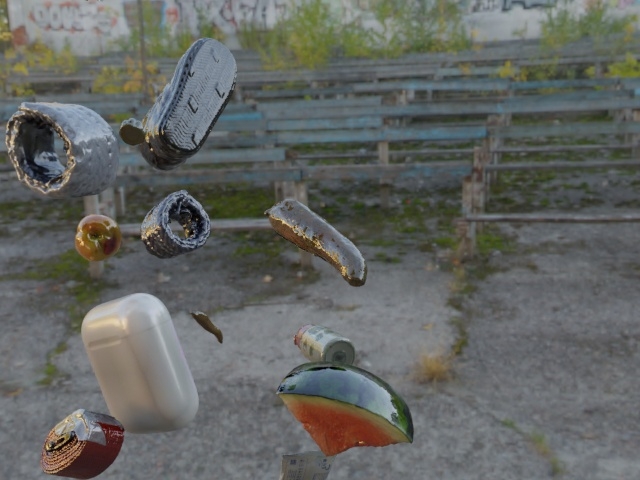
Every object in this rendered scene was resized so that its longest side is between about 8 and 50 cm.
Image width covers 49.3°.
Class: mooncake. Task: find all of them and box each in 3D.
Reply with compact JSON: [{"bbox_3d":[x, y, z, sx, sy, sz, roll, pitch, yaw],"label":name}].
[{"bbox_3d":[-0.407,-0.355,1.381,0.150,0.347,0.057,7,27,-14],"label":"mooncake"}]

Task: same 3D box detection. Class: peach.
[{"bbox_3d":[-0.640,-0.006,2.016,0.138,0.138,0.138,-2,10,0],"label":"peach"}]

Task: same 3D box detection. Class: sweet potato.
[{"bbox_3d":[0.000,0.000,1.236,0.075,0.075,0.273,-10,34,-40],"label":"sweet potato"},{"bbox_3d":[-0.233,0.175,1.445,0.026,0.115,0.026,-21,42,21],"label":"sweet potato"}]

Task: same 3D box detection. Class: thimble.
[{"bbox_3d":[-0.617,-0.218,1.664,0.217,0.245,0.157,-42,-9,21],"label":"thimble"},{"bbox_3d":[-0.225,-0.018,1.087,0.066,0.095,0.104,-28,34,37],"label":"thimble"}]

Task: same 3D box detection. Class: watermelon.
[{"bbox_3d":[0.051,0.226,0.979,0.145,0.137,0.193,-20,-16,31],"label":"watermelon"}]

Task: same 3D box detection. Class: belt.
[{"bbox_3d":[-0.561,0.475,1.617,0.201,0.128,0.124,-34,-41,25],"label":"belt"}]

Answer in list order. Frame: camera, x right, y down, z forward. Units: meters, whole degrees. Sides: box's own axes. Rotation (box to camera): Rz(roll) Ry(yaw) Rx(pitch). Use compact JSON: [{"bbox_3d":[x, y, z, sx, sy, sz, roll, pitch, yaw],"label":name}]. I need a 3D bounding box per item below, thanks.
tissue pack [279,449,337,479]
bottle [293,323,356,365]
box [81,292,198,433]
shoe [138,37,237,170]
[{"bbox_3d":[-0.036,0.527,1.564,0.122,0.193,0.026,3,40,-12],"label":"tissue pack"},{"bbox_3d":[0.005,0.323,2.142,0.120,0.121,0.253,-6,11,-23],"label":"bottle"},{"bbox_3d":[-0.450,0.310,1.734,0.288,0.349,0.141,-17,4,42],"label":"box"},{"bbox_3d":[-0.383,-0.381,1.991,0.171,0.384,0.237,28,-24,-26],"label":"shoe"}]
